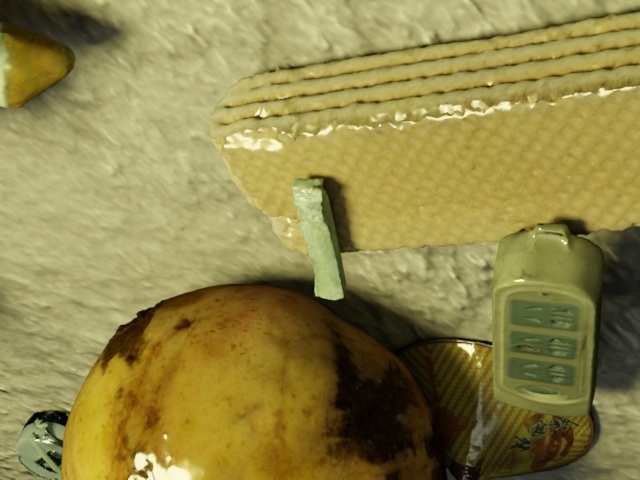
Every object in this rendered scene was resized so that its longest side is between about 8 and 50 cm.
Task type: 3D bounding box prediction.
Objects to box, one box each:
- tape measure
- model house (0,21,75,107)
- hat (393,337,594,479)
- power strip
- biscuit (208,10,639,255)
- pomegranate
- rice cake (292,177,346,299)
[{"bbox_3d":[-0.281,0.226,1.453,0.094,0.054,0.091,27,137,-8],"label":"tape measure"},{"bbox_3d":[-0.312,-0.138,0.954,0.291,0.184,0.253,3,134,4],"label":"model house"},{"bbox_3d":[0.133,0.173,1.149,0.193,0.082,0.193,15,144,11],"label":"hat"},{"bbox_3d":[0.163,0.063,0.959,0.080,0.048,0.286,5,156,10],"label":"power strip"},{"bbox_3d":[0.130,-0.064,0.862,0.426,0.078,0.144,-4,137,32],"label":"biscuit"},{"bbox_3d":[-0.055,0.190,1.102,0.322,0.322,0.322,14,142,11],"label":"pomegranate"},{"bbox_3d":[0.000,0.000,0.929,0.022,0.022,0.121,2,141,12],"label":"rice cake"}]
